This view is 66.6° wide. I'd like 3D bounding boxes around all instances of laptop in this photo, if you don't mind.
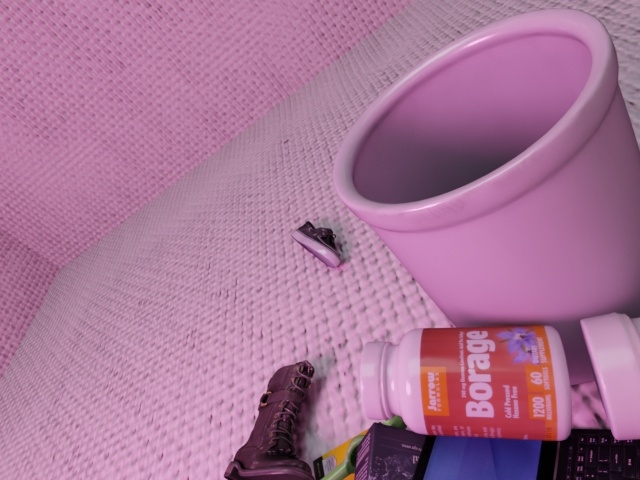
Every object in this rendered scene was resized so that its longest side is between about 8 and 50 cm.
[{"bbox_3d":[0.246,0.261,0.502,0.264,0.136,0.234,-21,26,44],"label":"laptop"}]

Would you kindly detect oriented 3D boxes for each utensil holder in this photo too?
[{"bbox_3d":[0.256,-0.035,0.652,0.327,0.385,0.328,-28,35,22],"label":"utensil holder"}]

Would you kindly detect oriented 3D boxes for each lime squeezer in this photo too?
[{"bbox_3d":[0.059,0.276,0.706,0.110,0.059,0.310,12,42,35],"label":"lime squeezer"}]

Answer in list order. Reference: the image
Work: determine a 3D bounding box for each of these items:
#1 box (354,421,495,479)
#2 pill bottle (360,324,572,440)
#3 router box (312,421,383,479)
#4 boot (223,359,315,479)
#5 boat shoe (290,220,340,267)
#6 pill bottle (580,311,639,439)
[{"bbox_3d":[0.119,0.322,0.575,0.093,0.156,0.158,104,179,-48],"label":"box"},{"bbox_3d":[0.160,0.161,0.558,0.216,0.121,0.121,-5,44,18],"label":"pill bottle"},{"bbox_3d":[0.065,0.372,0.694,0.133,0.046,0.179,-36,31,11],"label":"router box"},{"bbox_3d":[-0.065,0.311,0.848,0.263,0.091,0.229,-29,29,50],"label":"boot"},{"bbox_3d":[0.000,0.000,1.203,0.076,0.080,0.228,-48,24,-6],"label":"boat shoe"},{"bbox_3d":[0.425,0.108,0.458,0.301,0.169,0.169,-15,39,22],"label":"pill bottle"}]
